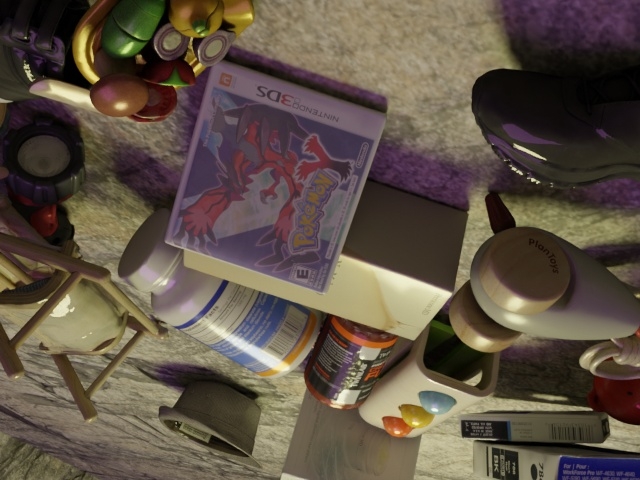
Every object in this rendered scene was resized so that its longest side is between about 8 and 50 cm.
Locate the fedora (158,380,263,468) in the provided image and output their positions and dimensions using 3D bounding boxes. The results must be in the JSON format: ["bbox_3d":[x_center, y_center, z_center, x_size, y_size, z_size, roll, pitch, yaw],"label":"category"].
[{"bbox_3d":[-0.227,0.398,1.621,0.275,0.124,0.244,2,145,39],"label":"fedora"}]

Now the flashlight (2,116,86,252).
[{"bbox_3d":[-0.378,-0.052,0.998,0.103,0.103,0.304,49,153,6],"label":"flashlight"}]

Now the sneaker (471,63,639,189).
[{"bbox_3d":[0.266,-0.103,0.589,0.286,0.109,0.130,11,144,-8],"label":"sneaker"}]

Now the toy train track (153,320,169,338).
[{"bbox_3d":[-0.314,0.173,1.408,0.048,0.014,0.083,2,153,11],"label":"toy train track"}]

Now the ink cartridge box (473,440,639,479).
[{"bbox_3d":[0.348,0.317,1.001,0.165,0.065,0.333,4,166,-8],"label":"ink cartridge box"}]

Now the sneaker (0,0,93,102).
[{"bbox_3d":[-0.306,-0.234,0.656,0.146,0.105,0.296,5,153,17],"label":"sneaker"}]

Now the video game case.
[{"bbox_3d":[-0.049,-0.063,0.746,0.183,0.023,0.201,18,106,-1],"label":"video game case"}]

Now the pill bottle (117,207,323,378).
[{"bbox_3d":[-0.140,0.072,1.015,0.272,0.152,0.152,36,145,-28],"label":"pill bottle"}]

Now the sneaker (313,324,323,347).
[{"bbox_3d":[0.005,0.158,1.161,0.119,0.047,0.057,28,149,48],"label":"sneaker"}]

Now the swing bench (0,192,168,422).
[{"bbox_3d":[-0.373,0.076,0.941,0.254,0.165,0.253,34,163,18],"label":"swing bench"}]

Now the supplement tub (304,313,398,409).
[{"bbox_3d":[0.051,0.141,1.029,0.106,0.106,0.198,19,122,-3],"label":"supplement tub"}]

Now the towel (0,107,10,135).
[{"bbox_3d":[-0.597,-0.221,0.839,0.320,0.090,0.374,-4,144,37],"label":"towel"}]

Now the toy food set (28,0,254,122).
[{"bbox_3d":[-0.151,-0.158,0.652,0.218,0.071,0.128,-36,146,28],"label":"toy food set"}]

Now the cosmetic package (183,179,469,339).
[{"bbox_3d":[0.000,0.000,0.867,0.309,0.113,0.160,18,150,0],"label":"cosmetic package"}]

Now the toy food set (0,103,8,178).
[{"bbox_3d":[-0.412,-0.152,0.783,0.038,0.132,0.192,32,126,44],"label":"toy food set"}]

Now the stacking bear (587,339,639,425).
[{"bbox_3d":[0.504,0.228,0.946,0.289,0.175,0.164,24,178,8],"label":"stacking bear"}]

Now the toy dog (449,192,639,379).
[{"bbox_3d":[0.290,0.032,0.777,0.333,0.161,0.220,15,150,-27],"label":"toy dog"}]

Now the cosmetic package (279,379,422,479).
[{"bbox_3d":[0.063,0.361,1.312,0.224,0.224,0.138,16,150,2],"label":"cosmetic package"}]

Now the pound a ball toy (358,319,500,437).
[{"bbox_3d":[0.117,0.225,1.152,0.208,0.136,0.319,21,149,-6],"label":"pound a ball toy"}]

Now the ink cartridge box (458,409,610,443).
[{"bbox_3d":[0.344,0.291,1.138,0.206,0.045,0.208,-6,168,25],"label":"ink cartridge box"}]
